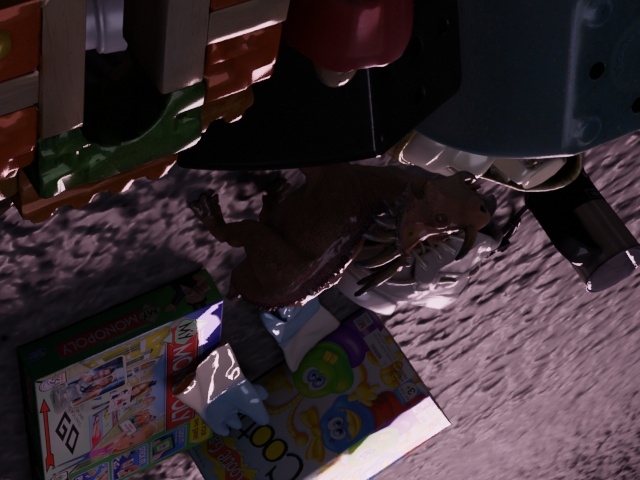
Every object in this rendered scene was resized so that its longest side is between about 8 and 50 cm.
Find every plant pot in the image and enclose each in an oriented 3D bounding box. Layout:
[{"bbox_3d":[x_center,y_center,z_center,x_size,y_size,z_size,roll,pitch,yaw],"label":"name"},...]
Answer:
[{"bbox_3d":[0.178,-0.201,1.411,0.247,0.252,0.247,-20,131,-24],"label":"plant pot"},{"bbox_3d":[0.001,-0.156,1.327,0.187,0.167,0.188,-40,136,-43],"label":"plant pot"}]

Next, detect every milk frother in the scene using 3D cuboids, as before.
[{"bbox_3d":[0.280,0.006,2.092,0.129,0.134,0.143,-10,146,-38],"label":"milk frother"}]

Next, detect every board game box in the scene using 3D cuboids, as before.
[{"bbox_3d":[-0.004,0.228,2.142,0.275,0.142,0.144,-34,154,2],"label":"board game box"},{"bbox_3d":[-0.212,0.168,1.915,0.214,0.046,0.317,-23,152,-19],"label":"board game box"}]

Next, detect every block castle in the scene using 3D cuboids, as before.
[{"bbox_3d":[-0.184,-0.175,1.072,0.453,0.303,0.212,-21,145,-24],"label":"block castle"}]

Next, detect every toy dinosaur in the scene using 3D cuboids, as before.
[{"bbox_3d":[0.000,0.000,1.684,0.296,0.200,0.127,-43,153,25],"label":"toy dinosaur"}]

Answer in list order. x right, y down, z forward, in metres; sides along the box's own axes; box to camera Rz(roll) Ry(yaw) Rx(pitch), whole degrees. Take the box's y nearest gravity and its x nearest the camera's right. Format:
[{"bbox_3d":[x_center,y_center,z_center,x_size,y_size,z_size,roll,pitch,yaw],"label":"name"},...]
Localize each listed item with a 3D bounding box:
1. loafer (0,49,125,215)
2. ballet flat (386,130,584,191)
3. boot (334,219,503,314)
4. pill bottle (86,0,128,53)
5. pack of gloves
[{"bbox_3d":[-0.263,-0.088,1.366,0.366,0.134,0.130,-39,-170,7],"label":"loafer"},{"bbox_3d":[0.157,-0.106,1.784,0.349,0.123,0.123,5,135,-52],"label":"ballet flat"},{"bbox_3d":[0.109,0.009,1.973,0.123,0.095,0.258,-51,158,19],"label":"boot"},{"bbox_3d":[-0.228,-0.156,1.228,0.184,0.103,0.103,-9,148,-12],"label":"pill bottle"},{"bbox_3d":[-0.054,0.141,1.982,0.195,0.046,0.232,-44,160,-5],"label":"pack of gloves"}]
